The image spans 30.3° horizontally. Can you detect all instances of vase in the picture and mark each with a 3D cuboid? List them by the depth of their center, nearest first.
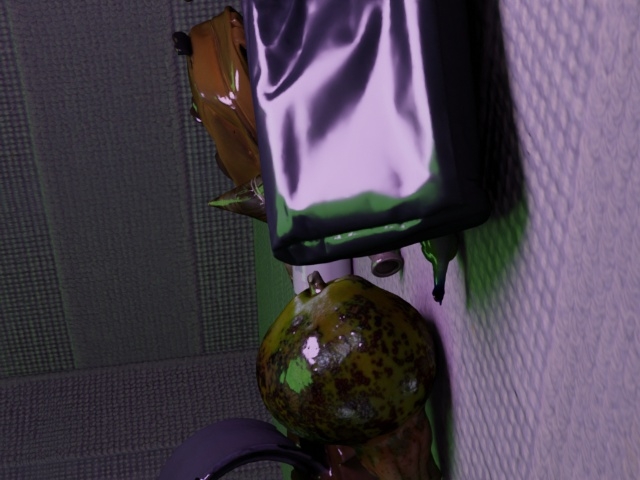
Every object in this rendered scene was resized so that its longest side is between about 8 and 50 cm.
[{"bbox_3d":[0.075,-0.003,1.551,0.053,0.053,0.100,93,163,-53],"label":"vase"}]

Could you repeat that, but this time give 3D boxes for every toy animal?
[{"bbox_3d":[0.119,-0.045,1.219,0.075,0.041,0.217,98,169,-68],"label":"toy animal"}]

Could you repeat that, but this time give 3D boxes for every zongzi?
[{"bbox_3d":[-0.076,-0.035,2.082,0.187,0.184,0.084,54,-153,-19],"label":"zongzi"}]

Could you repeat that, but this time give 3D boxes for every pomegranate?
[{"bbox_3d":[0.063,0.167,1.400,0.204,0.276,0.222,-56,4,1],"label":"pomegranate"}]

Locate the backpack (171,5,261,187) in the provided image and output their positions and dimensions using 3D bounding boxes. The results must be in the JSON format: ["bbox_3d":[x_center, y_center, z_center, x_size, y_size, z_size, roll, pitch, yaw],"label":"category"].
[{"bbox_3d":[-0.135,-0.252,2.180,0.378,0.201,0.353,60,-173,-39],"label":"backpack"}]

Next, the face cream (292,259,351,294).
[{"bbox_3d":[0.000,0.000,1.958,0.102,0.102,0.345,-115,21,-69],"label":"face cream"}]

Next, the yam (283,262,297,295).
[{"bbox_3d":[-0.017,0.109,2.127,0.066,0.066,0.299,-104,-2,-46],"label":"yam"}]

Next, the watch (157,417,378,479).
[{"bbox_3d":[-0.093,0.388,1.789,0.314,0.327,0.335,21,129,64],"label":"watch"}]

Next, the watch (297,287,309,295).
[{"bbox_3d":[0.015,0.174,1.866,0.195,0.068,0.237,57,151,20],"label":"watch"}]

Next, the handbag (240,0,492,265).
[{"bbox_3d":[0.071,-0.139,1.107,0.275,0.178,0.301,-12,80,39],"label":"handbag"}]
